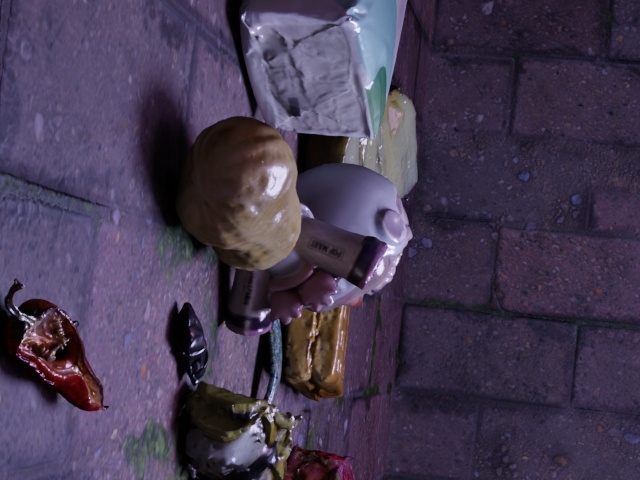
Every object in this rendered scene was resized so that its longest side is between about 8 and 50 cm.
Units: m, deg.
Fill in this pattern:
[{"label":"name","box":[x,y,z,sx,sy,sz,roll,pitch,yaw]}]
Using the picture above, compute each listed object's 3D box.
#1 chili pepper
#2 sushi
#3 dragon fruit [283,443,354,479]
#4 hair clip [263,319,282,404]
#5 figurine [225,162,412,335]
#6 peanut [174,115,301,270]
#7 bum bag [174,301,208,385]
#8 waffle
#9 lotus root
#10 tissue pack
[{"label":"chili pepper","box":[-0.236,0.098,1.126,0.059,0.050,0.268,-58,162,-18]},{"label":"sushi","box":[-0.102,0.288,1.696,0.291,0.139,0.131,86,22,-47]},{"label":"dragon fruit","box":[0.003,0.478,2.289,0.282,0.147,0.211,56,42,-75]},{"label":"hair clip","box":[-0.081,0.212,2.005,0.066,0.036,0.229,84,15,-68]},{"label":"figurine","box":[0.009,-0.002,1.853,0.361,0.253,0.211,-23,102,-69]},{"label":"peanut","box":[-0.099,-0.048,1.536,0.319,0.147,0.148,88,11,-72]},{"label":"bum bag","box":[-0.158,0.130,1.582,0.124,0.034,0.058,82,4,-52]},{"label":"waffle","box":[0.003,0.153,2.193,0.328,0.098,0.224,69,28,-76]},{"label":"lotus root","box":[0.045,-0.147,2.214,0.267,0.149,0.260,-49,143,-40]},{"label":"tissue pack","box":[0.016,-0.354,1.808,0.266,0.193,0.357,77,22,-56]}]
